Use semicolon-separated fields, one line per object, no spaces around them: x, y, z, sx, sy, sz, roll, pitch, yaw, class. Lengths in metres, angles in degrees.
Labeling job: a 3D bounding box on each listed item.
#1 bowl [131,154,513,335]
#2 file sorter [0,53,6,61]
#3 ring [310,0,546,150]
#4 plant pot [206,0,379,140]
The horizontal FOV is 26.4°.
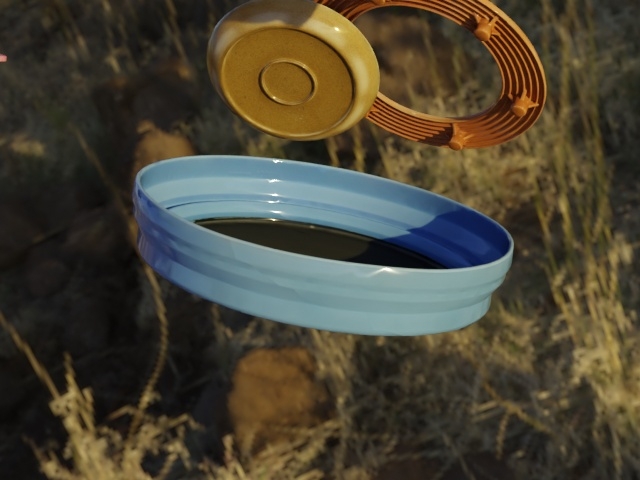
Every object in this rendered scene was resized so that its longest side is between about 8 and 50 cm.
0.000;0.000;1.392;0.391;0.077;0.391;9;15;-3;bowl
-0.433;-0.275;1.461;0.182;0.291;0.202;1;9;-21;file sorter
0.131;-0.225;1.791;0.336;0.336;0.032;-3;51;38;ring
-0.040;-0.217;1.811;0.236;0.236;0.032;-11;41;24;plant pot
